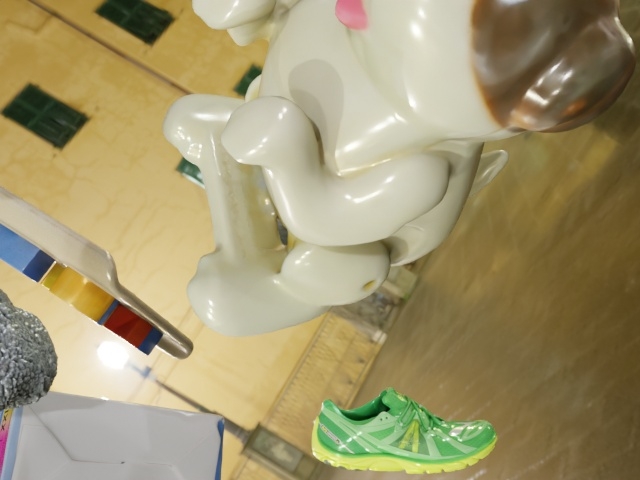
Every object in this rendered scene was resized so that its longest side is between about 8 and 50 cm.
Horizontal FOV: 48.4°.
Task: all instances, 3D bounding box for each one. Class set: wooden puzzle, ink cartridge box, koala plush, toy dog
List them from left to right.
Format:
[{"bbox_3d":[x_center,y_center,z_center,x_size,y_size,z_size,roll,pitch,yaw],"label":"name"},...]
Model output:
[{"bbox_3d":[-0.347,0.044,0.636,0.196,0.203,0.221,-109,19,-71],"label":"koala plush"},{"bbox_3d":[-0.384,0.066,1.116,0.080,0.322,0.348,-54,-23,-19],"label":"wooden puzzle"},{"bbox_3d":[-0.341,0.315,0.994,0.395,0.270,0.151,-24,56,52],"label":"ink cartridge box"},{"bbox_3d":[0.073,-0.109,0.626,0.408,0.395,0.285,131,141,-52],"label":"toy dog"}]

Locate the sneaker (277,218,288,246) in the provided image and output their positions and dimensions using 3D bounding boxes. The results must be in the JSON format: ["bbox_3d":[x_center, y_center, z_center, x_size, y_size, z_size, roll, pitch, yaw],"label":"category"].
[{"bbox_3d":[0.000,0.000,1.031,0.130,0.227,0.087,-24,-63,-51],"label":"sneaker"}]

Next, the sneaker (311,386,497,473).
[{"bbox_3d":[0.135,0.293,1.112,0.109,0.295,0.124,150,121,-83],"label":"sneaker"}]
